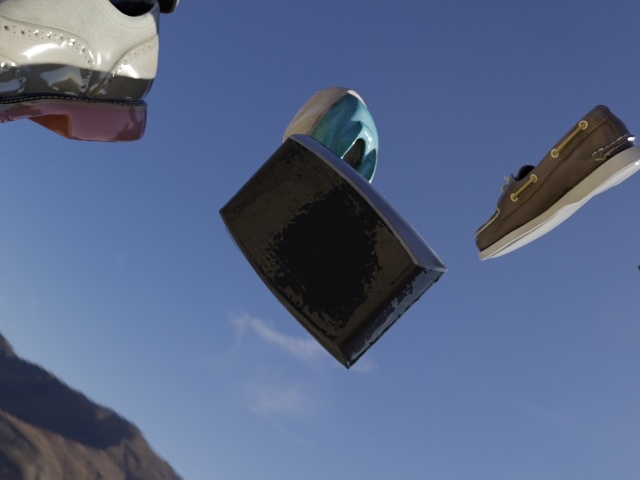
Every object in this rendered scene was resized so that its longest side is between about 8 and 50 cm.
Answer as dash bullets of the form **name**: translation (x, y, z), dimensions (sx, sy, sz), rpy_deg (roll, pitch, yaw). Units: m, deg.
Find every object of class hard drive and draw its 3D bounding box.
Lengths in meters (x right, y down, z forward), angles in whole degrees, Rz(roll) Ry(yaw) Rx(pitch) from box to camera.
- **hard drive**: translation (0.000, 0.000, 0.919), dimensions (0.254, 0.172, 0.054), rpy_deg (47, 5, 29)

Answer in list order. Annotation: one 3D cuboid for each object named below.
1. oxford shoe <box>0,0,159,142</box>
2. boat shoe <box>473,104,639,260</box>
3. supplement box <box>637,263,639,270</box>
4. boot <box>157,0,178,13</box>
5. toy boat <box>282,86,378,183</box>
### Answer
- **oxford shoe**: translation (-0.262, -0.166, 0.611), dimensions (0.140, 0.146, 0.397), rpy_deg (23, 11, 17)
- **boat shoe**: translation (0.323, -0.072, 1.180), dimensions (0.096, 0.117, 0.324), rpy_deg (62, -35, 13)
- **supplement box**: translation (0.493, 0.045, 1.100), dimensions (0.083, 0.083, 0.056), rpy_deg (60, -27, 2)
- **boot**: translation (-0.232, -0.558, 1.418), dimensions (0.118, 0.222, 0.338), rpy_deg (17, -25, -5)
- **toy boat**: translation (0.000, -0.085, 1.368), dimensions (0.148, 0.318, 0.267), rpy_deg (32, -9, 23)
